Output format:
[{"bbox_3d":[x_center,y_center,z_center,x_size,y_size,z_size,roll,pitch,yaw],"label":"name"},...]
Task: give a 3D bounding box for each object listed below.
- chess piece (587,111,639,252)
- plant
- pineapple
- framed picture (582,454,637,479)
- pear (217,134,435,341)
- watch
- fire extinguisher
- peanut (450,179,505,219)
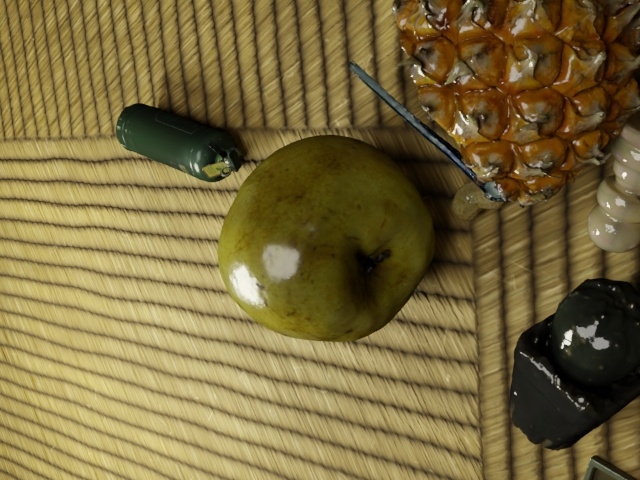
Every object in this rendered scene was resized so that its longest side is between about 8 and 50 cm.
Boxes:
[{"bbox_3d":[0.371,-0.060,1.041,0.094,0.094,0.170,33,127,32],"label":"chess piece"},{"bbox_3d":[0.327,0.158,1.096,0.142,0.164,0.256,46,144,29],"label":"plant"},{"bbox_3d":[0.235,-0.245,0.955,0.286,0.209,0.344,-34,69,30],"label":"pineapple"},{"bbox_3d":[0.412,0.436,1.189,0.184,0.016,0.249,27,120,35],"label":"framed picture"},{"bbox_3d":[0.000,0.000,1.277,0.304,0.304,0.303,14,111,40],"label":"pear"},{"bbox_3d":[0.190,-0.172,1.143,0.276,0.068,0.274,-27,79,32],"label":"watch"},{"bbox_3d":[-0.241,-0.172,1.570,0.311,0.114,0.095,23,72,36],"label":"fire extinguisher"},{"bbox_3d":[0.222,-0.062,1.205,0.113,0.054,0.053,-31,80,46],"label":"peanut"}]
